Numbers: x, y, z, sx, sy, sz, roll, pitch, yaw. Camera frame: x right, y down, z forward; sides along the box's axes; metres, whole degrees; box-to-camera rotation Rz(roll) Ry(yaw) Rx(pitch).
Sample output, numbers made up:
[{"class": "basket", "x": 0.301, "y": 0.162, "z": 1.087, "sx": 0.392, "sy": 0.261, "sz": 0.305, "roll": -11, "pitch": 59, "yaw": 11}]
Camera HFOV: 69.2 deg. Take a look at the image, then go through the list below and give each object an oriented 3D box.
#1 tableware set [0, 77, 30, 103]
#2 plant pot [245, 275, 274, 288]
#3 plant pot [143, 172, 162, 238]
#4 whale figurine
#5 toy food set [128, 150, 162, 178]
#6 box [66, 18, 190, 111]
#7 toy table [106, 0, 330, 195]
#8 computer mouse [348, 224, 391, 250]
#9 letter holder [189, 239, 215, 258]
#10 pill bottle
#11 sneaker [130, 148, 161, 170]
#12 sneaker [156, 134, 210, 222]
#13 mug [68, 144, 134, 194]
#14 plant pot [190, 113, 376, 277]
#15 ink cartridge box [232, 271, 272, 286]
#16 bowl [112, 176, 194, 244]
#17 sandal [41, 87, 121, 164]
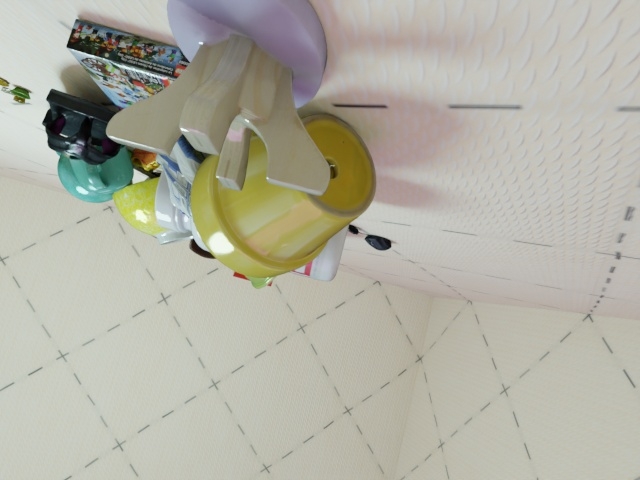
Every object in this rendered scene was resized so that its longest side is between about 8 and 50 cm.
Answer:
[{"class": "tableware set", "x": -0.684, "y": -0.321, "z": 0.950, "sx": 0.154, "sy": 0.024, "sz": 0.104, "roll": 21, "pitch": 170, "yaw": -39}, {"class": "plant pot", "x": -0.243, "y": -0.023, "z": 1.510, "sx": 0.254, "sy": 0.276, "sz": 0.276, "roll": 33, "pitch": 166, "yaw": -21}, {"class": "plant pot", "x": -0.501, "y": -0.122, "z": 1.509, "sx": 0.201, "sy": 0.201, "sz": 0.180, "roll": 15, "pitch": 157, "yaw": -1}, {"class": "whale figurine", "x": -0.640, "y": -0.189, "z": 1.296, "sx": 0.216, "sy": 0.141, "sz": 0.272, "roll": 31, "pitch": -179, "yaw": -32}, {"class": "toy food set", "x": -0.507, "y": -0.216, "z": 1.314, "sx": 0.132, "sy": 0.038, "sz": 0.192, "roll": 31, "pitch": 180, "yaw": 37}, {"class": "box", "x": -0.254, "y": -0.232, "z": 0.709, "sx": 0.159, "sy": 0.044, "sz": 0.233, "roll": 15, "pitch": 173, "yaw": -4}, {"class": "toy table", "x": -0.098, "y": -0.158, "z": 0.526, "sx": 0.252, "sy": 0.160, "sz": 0.274, "roll": 13, "pitch": 173, "yaw": 11}, {"class": "computer mouse", "x": 0.160, "y": -0.006, "z": 1.609, "sx": 0.242, "sy": 0.041, "sz": 0.071, "roll": 21, "pitch": 171, "yaw": -37}, {"class": "letter holder", "x": -0.377, "y": -0.022, "z": 1.843, "sx": 0.152, "sy": 0.214, "sz": 0.302, "roll": 13, "pitch": 172, "yaw": 10}, {"class": "pill bottle", "x": -0.139, "y": -0.063, "z": 1.041, "sx": 0.408, "sy": 0.229, "sz": 0.229, "roll": 14, "pitch": 173, "yaw": 2}, {"class": "sneaker", "x": -0.396, "y": -0.200, "z": 1.136, "sx": 0.175, "sy": 0.067, "sz": 0.064, "roll": 7, "pitch": 168, "yaw": 36}, {"class": "sneaker", "x": -0.214, "y": -0.077, "z": 0.884, "sx": 0.131, "sy": 0.296, "sz": 0.112, "roll": -33, "pitch": 168, "yaw": 38}, {"class": "mug", "x": -0.523, "y": -0.162, "z": 1.103, "sx": 0.129, "sy": 0.097, "sz": 0.157, "roll": 3, "pitch": -150, "yaw": 21}, {"class": "plant pot", "x": -0.049, "y": -0.082, "z": 0.758, "sx": 0.254, "sy": 0.254, "sz": 0.239, "roll": 19, "pitch": 156, "yaw": -32}, {"class": "ink cartridge box", "x": -0.202, "y": 0.042, "z": 1.807, "sx": 0.066, "sy": 0.261, "sz": 0.296, "roll": 12, "pitch": 172, "yaw": 25}, {"class": "bowl", "x": -0.401, "y": -0.076, "z": 1.276, "sx": 0.290, "sy": 0.156, "sz": 0.289, "roll": -14, "pitch": 180, "yaw": 0}, {"class": "sandal", "x": -0.482, "y": -0.211, "z": 0.950, "sx": 0.168, "sy": 0.107, "sz": 0.446, "roll": 20, "pitch": 176, "yaw": -32}]
